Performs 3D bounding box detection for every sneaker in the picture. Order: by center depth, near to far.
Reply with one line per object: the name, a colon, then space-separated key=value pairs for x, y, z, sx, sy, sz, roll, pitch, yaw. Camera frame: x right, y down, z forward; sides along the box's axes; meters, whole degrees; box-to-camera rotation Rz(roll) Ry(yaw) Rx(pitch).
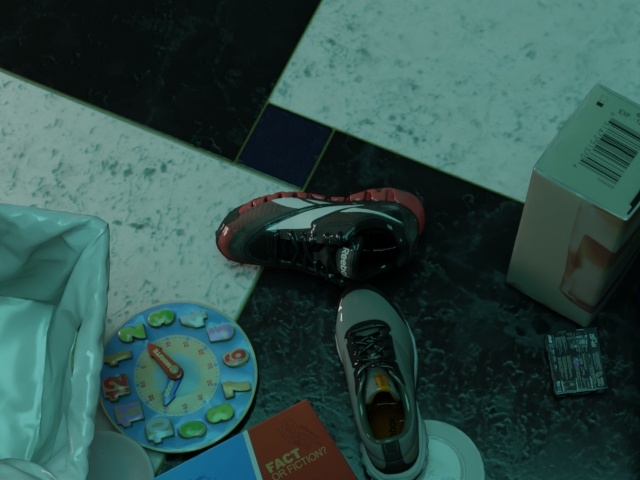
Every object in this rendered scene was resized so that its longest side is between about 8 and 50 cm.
sneaker: x=0.076 y=0.164 z=1.890 sx=0.100 sy=0.108 sz=0.271 roll=-14 pitch=58 yaw=2
sneaker: x=0.000 y=0.000 z=1.953 sx=0.276 sy=0.097 sz=0.135 roll=-4 pitch=32 yaw=1

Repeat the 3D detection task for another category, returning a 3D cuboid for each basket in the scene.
basket: x=-0.425 y=0.144 z=1.728 sx=0.331 sy=0.266 sz=0.328 roll=7 pitch=69 yaw=-13

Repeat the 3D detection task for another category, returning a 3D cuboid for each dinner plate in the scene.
dinner plate: x=0.133 y=0.289 z=1.888 sx=0.141 sy=0.017 sz=0.141 roll=-1 pitch=68 yaw=2

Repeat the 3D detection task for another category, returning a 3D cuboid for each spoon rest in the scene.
spoon rest: x=-0.296 y=0.360 z=1.847 sx=0.137 sy=0.084 sz=0.276 roll=17 pitch=70 yaw=10

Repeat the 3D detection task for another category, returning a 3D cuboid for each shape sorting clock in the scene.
shape sorting clock: x=-0.184 y=0.172 z=1.943 sx=0.206 sy=0.040 sz=0.206 roll=-1 pitch=67 yaw=3

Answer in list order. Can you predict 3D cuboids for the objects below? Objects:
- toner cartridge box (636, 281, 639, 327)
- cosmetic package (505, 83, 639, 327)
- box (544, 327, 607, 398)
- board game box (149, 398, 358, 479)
toner cartridge box: x=0.439 y=0.192 z=1.830 sx=0.075 sy=0.165 sz=0.347 roll=-1 pitch=66 yaw=4
cosmetic package: x=0.331 y=-0.035 z=1.856 sx=0.129 sy=0.296 sz=0.153 roll=32 pitch=68 yaw=15
box: x=0.324 y=0.155 z=1.931 sx=0.067 sy=0.018 sz=0.083 roll=-8 pitch=67 yaw=0
board game box: x=-0.039 y=0.378 z=1.807 sx=0.242 sy=0.064 sz=0.316 roll=-26 pitch=68 yaw=-21
